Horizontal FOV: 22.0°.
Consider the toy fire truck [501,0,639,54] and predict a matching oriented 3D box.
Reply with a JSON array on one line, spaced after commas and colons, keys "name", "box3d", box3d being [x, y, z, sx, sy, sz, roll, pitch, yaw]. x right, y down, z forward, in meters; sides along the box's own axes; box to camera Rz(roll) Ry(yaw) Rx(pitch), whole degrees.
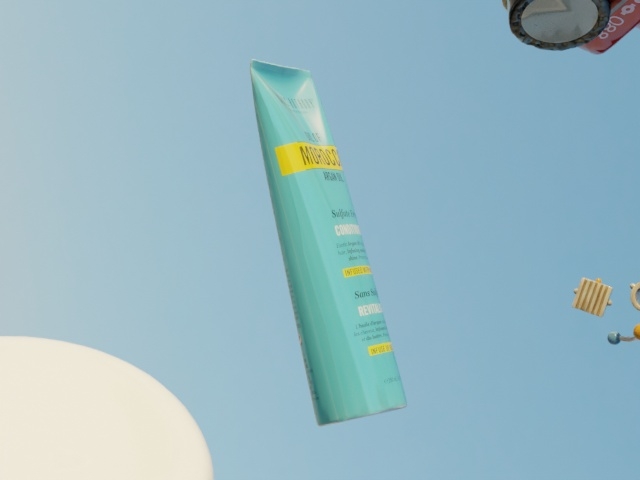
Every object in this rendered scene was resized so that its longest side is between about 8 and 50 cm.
[{"name": "toy fire truck", "box3d": [0.249, -0.159, 0.916, 0.217, 0.246, 0.158, -42, -141, 45]}]

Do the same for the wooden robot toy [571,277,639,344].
[{"name": "wooden robot toy", "box3d": [0.288, 0.077, 1.356, 0.173, 0.076, 0.079, 37, 7, 13]}]

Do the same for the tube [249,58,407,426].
[{"name": "tube", "box3d": [0.000, 0.000, 0.931, 0.080, 0.052, 0.207, 3, 73, -71]}]

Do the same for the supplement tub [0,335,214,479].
[{"name": "supplement tub", "box3d": [-0.185, 0.239, 0.957, 0.228, 0.228, 0.316, -122, -147, -49]}]
